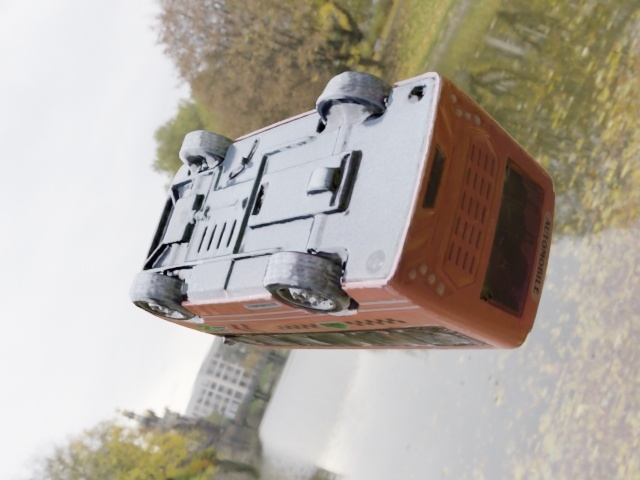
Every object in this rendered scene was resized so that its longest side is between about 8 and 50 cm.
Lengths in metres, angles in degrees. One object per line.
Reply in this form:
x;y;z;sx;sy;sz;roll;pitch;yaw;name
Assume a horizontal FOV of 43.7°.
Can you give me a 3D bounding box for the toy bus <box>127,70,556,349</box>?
0.000;0.000;0.788;0.427;0.233;0.203;-9;59;51;toy bus
